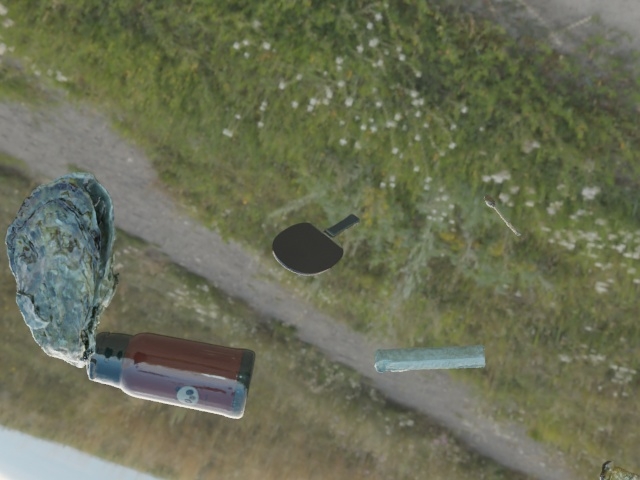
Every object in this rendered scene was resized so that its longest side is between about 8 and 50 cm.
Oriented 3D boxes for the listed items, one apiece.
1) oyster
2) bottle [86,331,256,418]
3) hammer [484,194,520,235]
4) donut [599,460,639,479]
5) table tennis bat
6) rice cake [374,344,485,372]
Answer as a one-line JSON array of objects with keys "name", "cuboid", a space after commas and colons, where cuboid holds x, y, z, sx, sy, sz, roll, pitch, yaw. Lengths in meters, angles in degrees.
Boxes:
[{"name": "oyster", "cuboid": [-0.421, 0.063, 1.312, 0.162, 0.351, 0.158, 14, -159, 33]}, {"name": "bottle", "cuboid": [-0.308, 0.264, 1.616, 0.335, 0.144, 0.144, 12, 162, -4]}, {"name": "hammer", "cuboid": [0.292, -0.037, 1.261, 0.123, 0.014, 0.029, 39, -164, -45]}, {"name": "donut", "cuboid": [0.476, 0.418, 1.103, 0.144, 0.187, 0.126, 18, 166, -27]}, {"name": "table tennis bat", "cuboid": [0.000, 0.000, 1.902, 0.154, 0.274, 0.021, 39, 136, 21]}, {"name": "rice cake", "cuboid": [0.118, 0.127, 0.853, 0.121, 0.022, 0.022, -3, 127, 3]}]
